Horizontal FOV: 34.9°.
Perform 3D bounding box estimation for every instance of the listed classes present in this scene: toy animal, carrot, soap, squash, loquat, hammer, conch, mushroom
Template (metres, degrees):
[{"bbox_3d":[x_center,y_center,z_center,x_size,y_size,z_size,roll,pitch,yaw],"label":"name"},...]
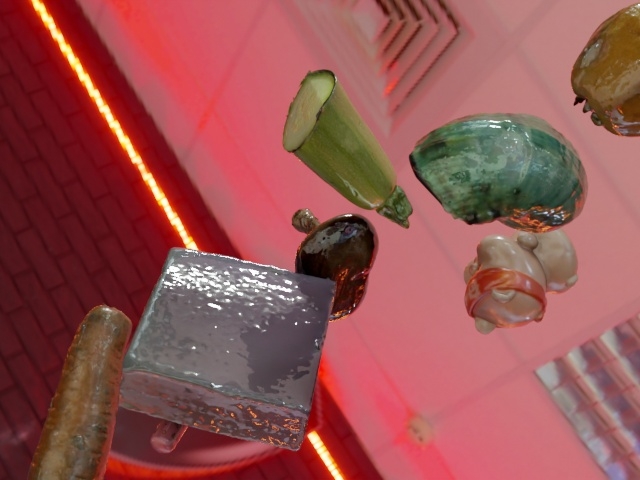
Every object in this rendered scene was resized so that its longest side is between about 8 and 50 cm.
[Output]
[{"bbox_3d":[0.319,0.060,1.655,0.171,0.198,0.171,41,-31,31],"label":"toy animal"},{"bbox_3d":[-0.189,0.141,0.808,0.060,0.060,0.186,-8,-114,56],"label":"carrot"},{"bbox_3d":[-0.135,0.152,1.547,0.285,0.296,0.107,15,-53,1],"label":"soap"},{"bbox_3d":[0.039,-0.119,1.569,0.137,0.137,0.287,18,-26,48],"label":"squash"},{"bbox_3d":[0.308,-0.163,0.977,0.137,0.137,0.113,40,-1,31],"label":"loquat"},{"bbox_3d":[-0.220,0.278,1.510,0.043,0.083,0.043,14,-46,15],"label":"hammer"},{"bbox_3d":[0.193,-0.075,1.058,0.176,0.188,0.122,23,-79,15],"label":"conch"},{"bbox_3d":[0.000,0.000,1.730,0.217,0.148,0.227,-117,-145,-41],"label":"mushroom"}]
